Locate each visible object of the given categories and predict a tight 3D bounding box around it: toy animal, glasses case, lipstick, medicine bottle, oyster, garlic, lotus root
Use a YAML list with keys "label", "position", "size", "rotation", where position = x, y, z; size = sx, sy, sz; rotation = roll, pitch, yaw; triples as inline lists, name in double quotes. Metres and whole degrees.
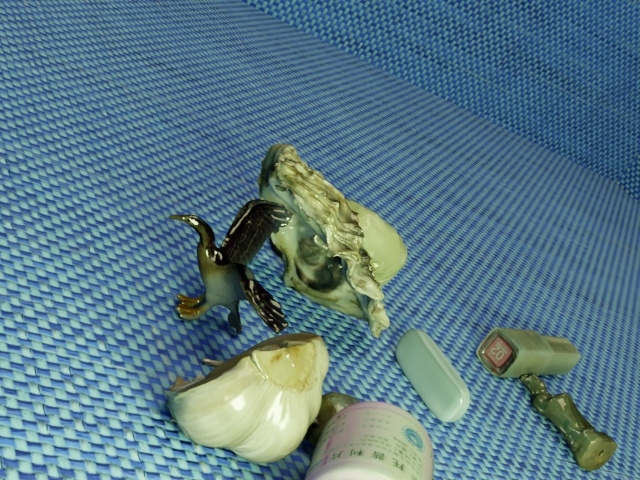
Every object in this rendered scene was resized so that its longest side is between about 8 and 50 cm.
- label: "toy animal"
  position: [-0.143, 0.046, 1.521]
  size: [0.197, 0.160, 0.272]
  rotation: [25, 23, -24]
- label: "glasses case"
  position: [0.178, 0.215, 1.763]
  size: [0.045, 0.067, 0.178]
  rotation: [13, 30, -40]
- label: "lipstick"
  position: [0.401, 0.214, 2.081]
  size: [0.253, 0.077, 0.079]
  rotation: [8, 34, -49]
- label: "medicine bottle"
  position: [0.051, 0.303, 1.273]
  size: [0.152, 0.152, 0.254]
  rotation: [34, 20, -3]
- label: "oyster"
  position: [0.001, -0.001, 1.740]
  size: [0.115, 0.238, 0.351]
  rotation: [-27, 80, -22]
- label: "garlic"
  position: [-0.079, 0.198, 1.347]
  size: [0.229, 0.178, 0.142]
  rotation: [-28, 96, -48]
- label: "lotus root"
  position: [0.042, 0.256, 1.467]
  size: [0.165, 0.088, 0.088]
  rotation: [31, 19, -37]

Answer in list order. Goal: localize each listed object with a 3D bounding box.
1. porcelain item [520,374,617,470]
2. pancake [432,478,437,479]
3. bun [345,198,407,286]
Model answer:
- label: "porcelain item"
  position: [0.431, 0.311, 1.955]
  size: [0.081, 0.069, 0.215]
  rotation: [11, 26, -37]
- label: "pancake"
  position: [0.242, 0.403, 1.406]
  size: [0.258, 0.056, 0.212]
  rotation: [24, 8, -6]
- label: "bun"
  position: [0.034, 0.000, 1.927]
  size: [0.229, 0.145, 0.229]
  rotation: [36, -13, 10]
